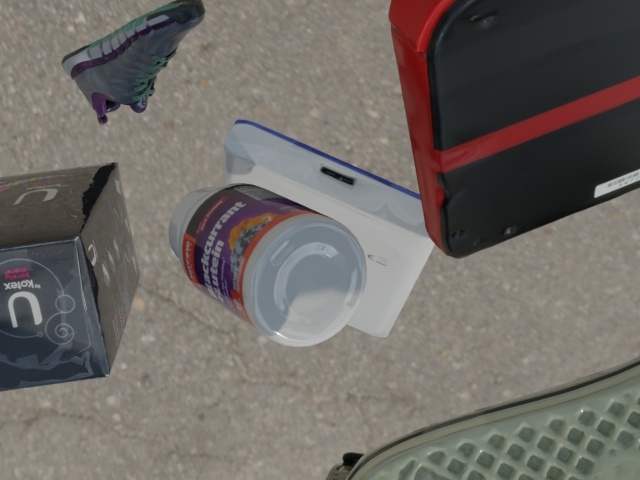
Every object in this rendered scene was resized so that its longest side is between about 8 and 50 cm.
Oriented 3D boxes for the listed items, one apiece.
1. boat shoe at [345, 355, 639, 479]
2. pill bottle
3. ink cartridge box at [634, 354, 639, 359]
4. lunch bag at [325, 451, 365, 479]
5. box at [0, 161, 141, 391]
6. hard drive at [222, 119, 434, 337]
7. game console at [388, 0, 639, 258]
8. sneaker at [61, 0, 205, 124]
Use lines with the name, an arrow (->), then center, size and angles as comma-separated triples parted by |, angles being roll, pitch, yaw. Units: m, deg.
boat shoe -> 0.253, 0.147, 0.752 | 0.500, 0.156, 0.186 | -14, 81, 2
pill bottle -> -0.054, 0.011, 0.979 | 0.108, 0.193, 0.108 | -9, 108, -29
ink cartridge box -> 0.495, 0.325, 1.352 | 0.160, 0.384, 0.279 | -44, 148, 15
lunch bag -> 0.125, 0.459, 1.954 | 0.235, 0.287, 0.169 | 10, 99, 10
box -> -0.283, 0.029, 1.152 | 0.165, 0.270, 0.143 | -9, 108, 0
hard drive -> 0.000, 0.000, 1.182 | 0.210, 0.318, 0.040 | 24, 69, 4
game console -> 0.247, -0.148, 0.861 | 0.386, 0.060, 0.342 | -21, 149, -3
sneaker -> -0.197, -0.204, 1.328 | 0.083, 0.224, 0.098 | -39, 108, -45
